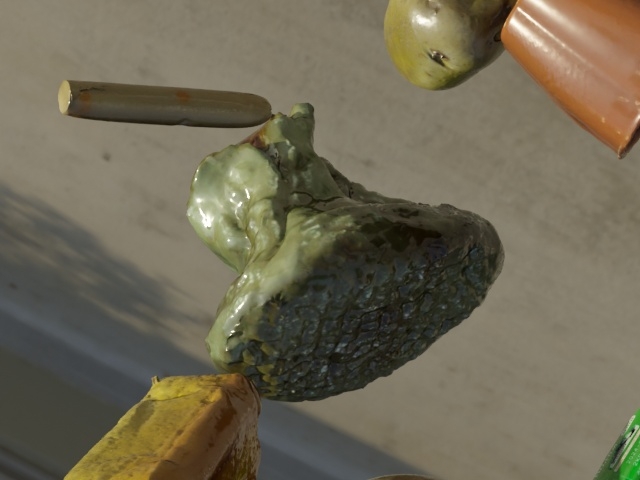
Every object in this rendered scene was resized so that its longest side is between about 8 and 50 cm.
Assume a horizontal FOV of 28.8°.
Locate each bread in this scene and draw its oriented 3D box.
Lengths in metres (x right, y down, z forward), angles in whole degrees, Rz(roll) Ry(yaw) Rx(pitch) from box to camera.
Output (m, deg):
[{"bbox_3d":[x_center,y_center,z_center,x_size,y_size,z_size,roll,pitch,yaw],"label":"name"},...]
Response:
[{"bbox_3d":[-0.105,0.174,0.895,0.094,0.245,0.102,-4,105,16],"label":"bread"}]

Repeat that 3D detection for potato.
[{"bbox_3d":[0.148,-0.249,1.407,0.137,0.154,0.200,59,160,-4],"label":"potato"}]

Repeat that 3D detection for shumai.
[{"bbox_3d":[0.000,0.000,1.563,0.323,0.397,0.324,58,141,30],"label":"shumai"}]

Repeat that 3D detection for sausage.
[{"bbox_3d":[-0.089,-0.079,0.734,0.132,0.024,0.024,1,169,-31],"label":"sausage"}]

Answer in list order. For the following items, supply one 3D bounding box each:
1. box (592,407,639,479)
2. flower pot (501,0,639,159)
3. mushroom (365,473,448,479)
[{"bbox_3d":[0.470,0.330,1.549,0.250,0.180,0.103,37,168,-8],"label":"box"},{"bbox_3d":[0.284,-0.204,1.242,0.173,0.190,0.191,37,157,13],"label":"flower pot"},{"bbox_3d":[0.085,0.380,1.170,0.297,0.297,0.290,18,146,18],"label":"mushroom"}]
